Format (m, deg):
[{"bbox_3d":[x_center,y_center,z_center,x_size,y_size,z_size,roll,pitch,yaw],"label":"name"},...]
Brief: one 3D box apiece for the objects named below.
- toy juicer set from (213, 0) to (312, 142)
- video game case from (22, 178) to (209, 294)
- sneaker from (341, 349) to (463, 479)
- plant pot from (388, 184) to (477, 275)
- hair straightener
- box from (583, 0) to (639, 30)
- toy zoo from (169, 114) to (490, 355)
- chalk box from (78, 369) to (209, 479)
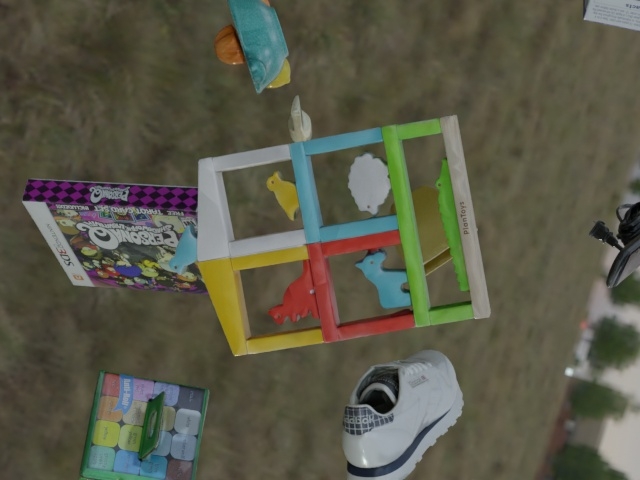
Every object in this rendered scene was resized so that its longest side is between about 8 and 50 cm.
[{"bbox_3d":[-0.086,-0.235,1.819,0.209,0.089,0.329,74,-2,-62],"label":"toy juicer set"},{"bbox_3d":[-0.236,-0.002,1.792,0.210,0.232,0.042,73,24,-57],"label":"video game case"},{"bbox_3d":[0.087,0.164,1.490,0.235,0.090,0.095,-48,126,-59],"label":"sneaker"},{"bbox_3d":[0.122,-0.014,1.637,0.081,0.083,0.081,-33,168,-10],"label":"plant pot"},{"bbox_3d":[0.305,-0.010,1.338,0.230,0.089,0.047,-44,156,-57],"label":"hair straightener"},{"bbox_3d":[0.389,-0.323,1.672,0.072,0.126,0.137,-79,-179,-55],"label":"box"},{"bbox_3d":[0.000,0.000,1.329,0.030,0.293,0.192,-27,106,-79],"label":"toy zoo"},{"bbox_3d":[-0.208,0.238,1.625,0.213,0.132,0.132,112,-13,-61],"label":"chalk box"}]
